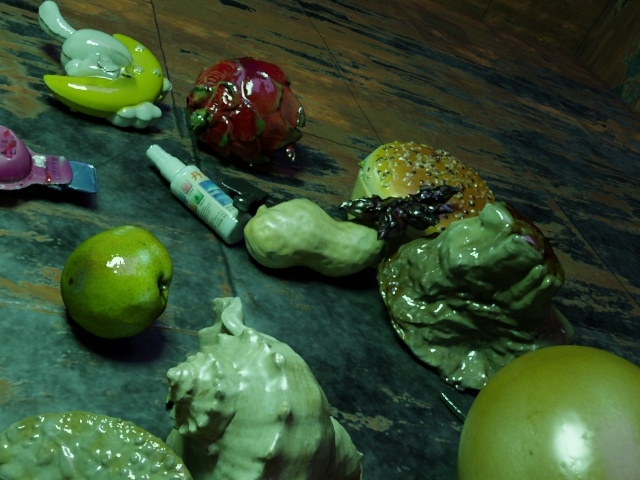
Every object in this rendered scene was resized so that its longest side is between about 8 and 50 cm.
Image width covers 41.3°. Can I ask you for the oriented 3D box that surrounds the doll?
[{"bbox_3d":[-0.383,-0.301,1.494,0.252,0.111,0.237,16,47,-24],"label":"doll"}]

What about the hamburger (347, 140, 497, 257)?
[{"bbox_3d":[0.190,-0.061,1.542,0.300,0.176,0.300,22,31,-14],"label":"hamburger"}]

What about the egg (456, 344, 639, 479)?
[{"bbox_3d":[0.302,0.283,0.988,0.282,0.283,0.351,22,31,-11],"label":"egg"}]

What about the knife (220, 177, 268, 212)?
[{"bbox_3d":[-0.129,-0.079,1.386,0.072,0.019,0.245,26,9,-2],"label":"knife"}]

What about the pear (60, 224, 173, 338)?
[{"bbox_3d":[-0.254,0.048,1.022,0.141,0.141,0.104,44,16,25],"label":"pear"}]

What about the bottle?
[{"bbox_3d":[-0.200,-0.080,1.353,0.217,0.060,0.060,40,31,19],"label":"bottle"}]

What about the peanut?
[{"bbox_3d":[0.000,0.000,1.349,0.263,0.117,0.101,13,0,-30],"label":"peanut"}]

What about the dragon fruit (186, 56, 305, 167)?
[{"bbox_3d":[-0.125,-0.237,1.551,0.192,0.193,0.274,17,16,40],"label":"dragon fruit"}]

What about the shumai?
[{"bbox_3d":[0.267,0.064,1.301,0.346,0.283,0.217,31,32,12],"label":"shumai"}]

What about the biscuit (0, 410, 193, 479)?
[{"bbox_3d":[-0.188,0.247,0.793,0.289,0.141,0.038,41,-10,24],"label":"biscuit"}]

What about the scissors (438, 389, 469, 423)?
[{"bbox_3d":[0.249,0.290,1.206,0.220,0.017,0.088,43,33,24],"label":"scissors"}]

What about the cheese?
[{"bbox_3d":[-0.435,-0.110,1.195,0.244,0.062,0.155,12,34,-29],"label":"cheese"}]

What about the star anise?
[{"bbox_3d":[0.135,-0.042,1.341,0.212,0.054,0.157,-2,28,-5],"label":"star anise"}]

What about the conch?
[{"bbox_3d":[-0.073,0.196,0.916,0.186,0.324,0.263,-23,46,3],"label":"conch"}]

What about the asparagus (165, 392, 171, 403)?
[{"bbox_3d":[-0.145,0.167,1.058,0.016,0.016,0.163,29,30,20],"label":"asparagus"}]
